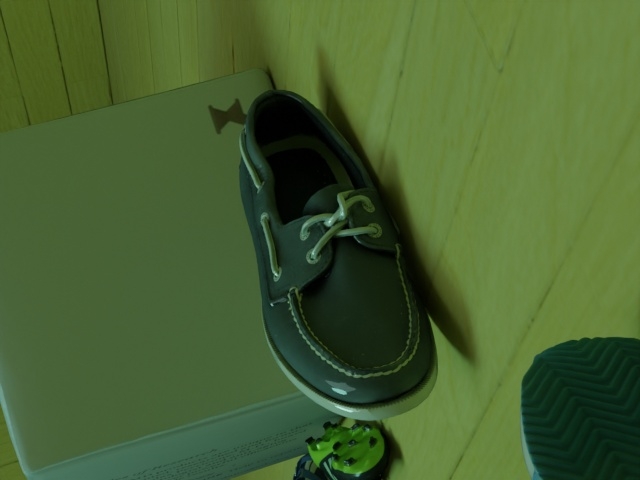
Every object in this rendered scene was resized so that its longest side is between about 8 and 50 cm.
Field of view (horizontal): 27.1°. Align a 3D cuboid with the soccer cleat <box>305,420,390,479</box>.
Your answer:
[{"bbox_3d":[0.038,0.213,1.259,0.072,0.060,0.179,52,167,-7],"label":"soccer cleat"}]

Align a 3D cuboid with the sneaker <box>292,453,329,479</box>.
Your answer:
[{"bbox_3d":[-0.013,0.291,1.571,0.144,0.059,0.053,-149,42,-75],"label":"sneaker"}]

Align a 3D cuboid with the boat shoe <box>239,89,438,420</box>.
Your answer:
[{"bbox_3d":[0.000,0.000,0.982,0.319,0.116,0.099,-112,8,-50],"label":"boat shoe"}]

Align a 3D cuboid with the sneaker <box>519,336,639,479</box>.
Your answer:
[{"bbox_3d":[0.145,0.140,0.554,0.092,0.087,0.228,85,167,-50],"label":"sneaker"}]

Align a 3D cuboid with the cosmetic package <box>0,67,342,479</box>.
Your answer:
[{"bbox_3d":[-0.173,0.079,1.376,0.393,0.328,0.329,109,144,-69],"label":"cosmetic package"}]
